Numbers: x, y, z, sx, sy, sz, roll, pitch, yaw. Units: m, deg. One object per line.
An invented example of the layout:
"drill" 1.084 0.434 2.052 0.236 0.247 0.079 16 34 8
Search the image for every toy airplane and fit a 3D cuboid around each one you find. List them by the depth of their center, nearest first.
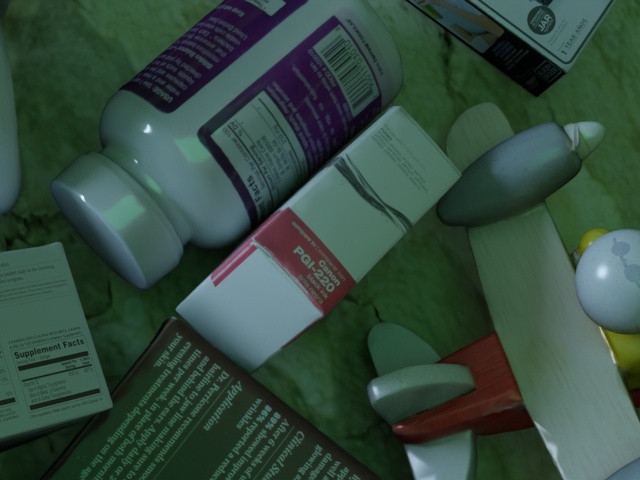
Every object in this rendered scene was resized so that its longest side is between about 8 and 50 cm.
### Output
"toy airplane" 0.221 0.081 1.396 0.386 0.272 0.384 26 63 12

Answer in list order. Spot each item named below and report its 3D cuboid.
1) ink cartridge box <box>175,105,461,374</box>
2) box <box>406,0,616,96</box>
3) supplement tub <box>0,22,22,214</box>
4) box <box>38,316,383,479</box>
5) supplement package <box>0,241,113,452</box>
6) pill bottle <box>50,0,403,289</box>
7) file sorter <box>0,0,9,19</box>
"ink cartridge box" 0.000 0.000 1.392 0.092 0.158 0.218 46 52 -3
"box" 0.149 -0.294 1.554 0.290 0.087 0.169 35 74 -4
"supplement tub" -0.394 -0.099 1.343 0.272 0.191 0.191 -8 81 -14
"box" -0.041 0.258 1.378 0.381 0.143 0.191 39 73 -1
"supplement package" -0.336 0.112 1.251 0.262 0.204 0.145 -9 79 -50
"pill bottle" -0.084 -0.100 1.423 0.301 0.169 0.169 -42 90 -17
"file sorter" -0.348 -0.342 1.404 0.173 0.193 0.277 3 78 -15
